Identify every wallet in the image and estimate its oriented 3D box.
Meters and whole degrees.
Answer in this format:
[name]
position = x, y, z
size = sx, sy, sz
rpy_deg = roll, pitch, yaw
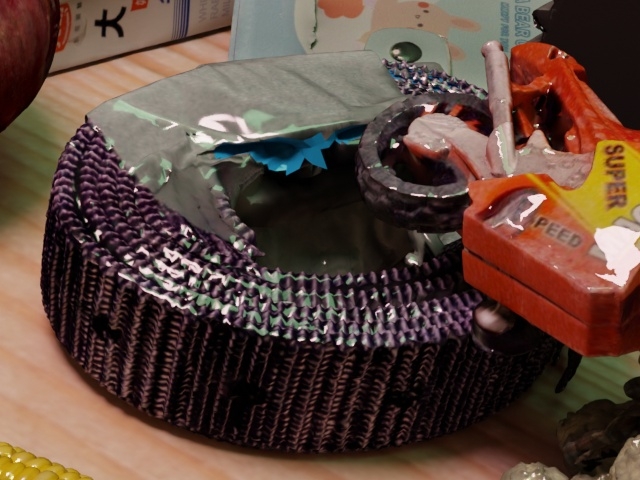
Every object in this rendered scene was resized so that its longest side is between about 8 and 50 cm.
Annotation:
[wallet]
position = 0.060, -0.129, 1.214
size = 0.250, 0.075, 0.176
rpy_deg = 6, 45, -2

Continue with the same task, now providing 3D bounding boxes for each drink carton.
[drink carton]
position = -0.116, -0.225, 1.277
size = 0.315, 0.130, 0.106
rpy_deg = -21, 44, -39

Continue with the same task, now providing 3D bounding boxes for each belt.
[belt]
position = 0.000, 0.000, 0.992
size = 0.325, 0.122, 0.260
rpy_deg = -7, 45, -22

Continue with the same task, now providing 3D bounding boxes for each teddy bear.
[teddy bear]
position = 0.195, 0.096, 0.907
size = 0.133, 0.111, 0.213
rpy_deg = -9, 34, 47

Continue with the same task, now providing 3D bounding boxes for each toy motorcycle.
[toy motorcycle]
position = 0.154, -0.007, 0.869
size = 0.171, 0.089, 0.298
rpy_deg = -34, 48, -24

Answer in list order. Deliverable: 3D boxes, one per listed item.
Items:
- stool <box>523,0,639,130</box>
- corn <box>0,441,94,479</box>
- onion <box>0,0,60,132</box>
[stool]
position = 0.325, -0.123, 1.129
size = 0.297, 0.297, 0.330
rpy_deg = 24, 31, 19
[corn]
position = -0.159, 0.131, 0.772
size = 0.244, 0.093, 0.093
rpy_deg = 20, 35, 20
[onion]
position = -0.275, -0.121, 1.027
size = 0.246, 0.190, 0.246
rpy_deg = -9, 35, 6
